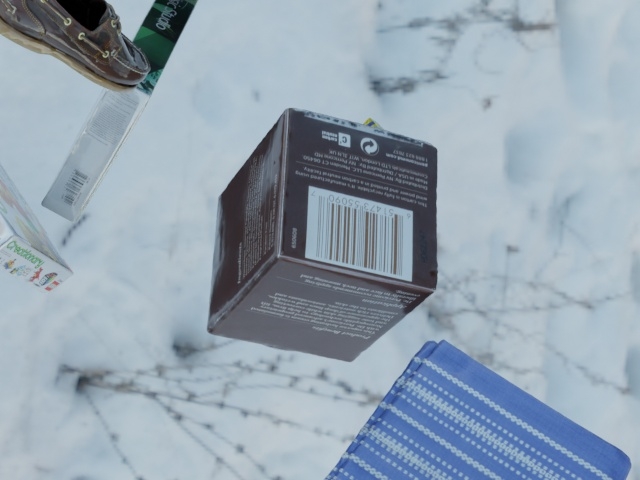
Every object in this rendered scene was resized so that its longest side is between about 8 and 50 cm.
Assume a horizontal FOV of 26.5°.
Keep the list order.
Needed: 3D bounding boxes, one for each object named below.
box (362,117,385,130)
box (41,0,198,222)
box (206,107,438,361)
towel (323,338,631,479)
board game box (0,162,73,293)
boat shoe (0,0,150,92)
[{"bbox_3d":[0.020,-0.059,1.552,0.169,0.059,0.054,-45,171,7],"label":"box"},{"bbox_3d":[-0.252,-0.199,1.784,0.058,0.232,0.322,29,36,-12],"label":"box"},{"bbox_3d":[0.000,0.000,1.367,0.169,0.203,0.167,13,61,-20],"label":"box"},{"bbox_3d":[0.128,0.256,1.280,0.336,0.243,0.040,-47,163,-39],"label":"towel"},{"bbox_3d":[-0.443,-0.081,1.729,0.053,0.305,0.193,-37,161,0],"label":"board game box"},{"bbox_3d":[-0.233,-0.207,1.339,0.073,0.073,0.207,-43,149,17],"label":"boat shoe"}]
